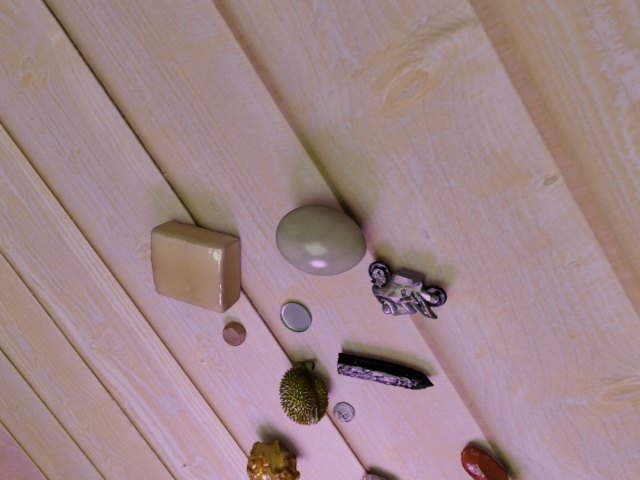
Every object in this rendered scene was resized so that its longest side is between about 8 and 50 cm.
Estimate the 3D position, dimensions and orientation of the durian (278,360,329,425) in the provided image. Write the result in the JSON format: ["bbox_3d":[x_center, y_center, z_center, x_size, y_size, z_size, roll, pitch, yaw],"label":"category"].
[{"bbox_3d":[-0.063,0.506,1.564,0.146,0.159,0.198,-31,95,44],"label":"durian"}]

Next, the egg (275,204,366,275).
[{"bbox_3d":[0.000,0.000,1.279,0.253,0.186,0.187,15,119,20],"label":"egg"}]

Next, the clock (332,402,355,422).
[{"bbox_3d":[0.080,0.579,1.621,0.074,0.010,0.083,36,122,5],"label":"clock"}]

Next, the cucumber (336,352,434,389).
[{"bbox_3d":[0.191,0.397,1.454,0.300,0.072,0.072,6,116,19],"label":"cucumber"}]

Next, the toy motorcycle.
[{"bbox_3d":[0.223,0.152,1.321,0.225,0.073,0.152,23,122,14],"label":"toy motorcycle"}]

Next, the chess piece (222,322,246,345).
[{"bbox_3d":[-0.296,0.322,1.650,0.083,0.038,0.084,11,118,22],"label":"chess piece"}]

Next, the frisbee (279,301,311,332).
[{"bbox_3d":[-0.079,0.244,1.531,0.110,0.014,0.110,10,116,21],"label":"frisbee"}]

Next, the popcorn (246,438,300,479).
[{"bbox_3d":[-0.174,0.814,1.749,0.197,0.197,0.155,46,107,-2],"label":"popcorn"}]

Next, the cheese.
[{"bbox_3d":[-0.395,0.082,1.532,0.265,0.124,0.243,14,122,18],"label":"cheese"}]

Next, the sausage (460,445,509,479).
[{"bbox_3d":[0.499,0.697,1.448,0.179,0.089,0.089,41,123,4],"label":"sausage"}]

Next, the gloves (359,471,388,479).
[{"bbox_3d":[0.208,0.861,1.663,0.153,0.070,0.114,24,113,4],"label":"gloves"}]
